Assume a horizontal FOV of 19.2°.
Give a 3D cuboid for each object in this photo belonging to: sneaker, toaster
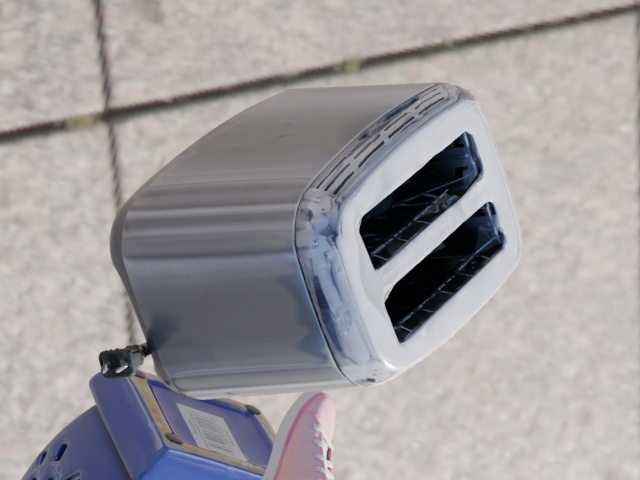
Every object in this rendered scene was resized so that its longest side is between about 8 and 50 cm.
[{"bbox_3d":[-0.003,0.166,1.290,0.134,0.070,0.051,-64,145,-29],"label":"sneaker"},{"bbox_3d":[0.000,0.000,0.974,0.227,0.146,0.129,-37,115,-46],"label":"toaster"}]

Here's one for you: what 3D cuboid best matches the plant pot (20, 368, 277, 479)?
[{"bbox_3d":[-0.149,0.267,1.852,0.236,0.236,0.212,22,105,-27],"label":"plant pot"}]
